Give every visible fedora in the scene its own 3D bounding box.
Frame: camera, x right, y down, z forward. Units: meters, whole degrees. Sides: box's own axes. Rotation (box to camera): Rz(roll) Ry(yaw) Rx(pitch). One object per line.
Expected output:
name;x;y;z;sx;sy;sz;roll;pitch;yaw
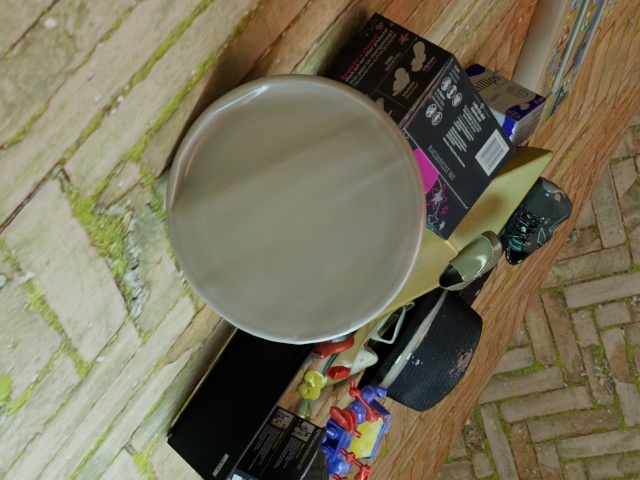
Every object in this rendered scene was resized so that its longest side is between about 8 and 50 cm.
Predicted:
fedora;0.208;0.215;2.286;0.334;0.152;0.334;-58;180;-1

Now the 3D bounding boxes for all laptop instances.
laptop;-0.093;0.223;1.650;0.234;0.136;0.264;-55;162;-5

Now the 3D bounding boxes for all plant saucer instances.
plant saucer;0.181;-0.020;1.906;0.332;0.081;0.333;-24;156;-35

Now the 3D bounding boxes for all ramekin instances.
ramekin;-0.017;-0.038;1.236;0.273;0.273;0.127;-61;174;12

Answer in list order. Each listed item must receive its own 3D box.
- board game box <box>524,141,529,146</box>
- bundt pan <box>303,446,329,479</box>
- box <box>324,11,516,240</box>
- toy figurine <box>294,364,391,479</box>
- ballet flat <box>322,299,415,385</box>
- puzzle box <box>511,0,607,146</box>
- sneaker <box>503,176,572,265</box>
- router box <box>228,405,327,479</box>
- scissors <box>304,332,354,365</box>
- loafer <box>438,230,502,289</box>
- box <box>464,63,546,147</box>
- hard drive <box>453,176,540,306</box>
board game box;0.347;-0.118;2.416;0.281;0.027;0.145;-47;159;-29
bundt pan;-0.096;0.481;1.932;0.331;0.124;0.331;-165;-90;-77
box;0.114;-0.139;1.473;0.163;0.142;0.247;-52;145;-3
toy figurine;0.063;0.390;2.136;0.217;0.191;0.363;-8;122;-50
ballet flat;0.092;0.183;2.170;0.232;0.073;0.080;-55;161;-7
puzzle box;0.452;-0.371;2.229;0.272;0.052;0.409;-43;158;-36
sneaker;0.431;-0.032;2.361;0.106;0.101;0.267;-48;162;-19
router box;-0.080;0.324;1.799;0.046;0.133;0.179;-68;172;30
scissors;-0.004;0.170;1.761;0.297;0.109;0.021;-60;144;-86
loafer;0.247;0.040;1.951;0.050;0.056;0.148;-23;156;-44
box;0.268;-0.209;1.874;0.126;0.137;0.072;-35;149;-50
hard drive;0.345;0.012;2.492;0.339;0.064;0.237;-61;164;20
